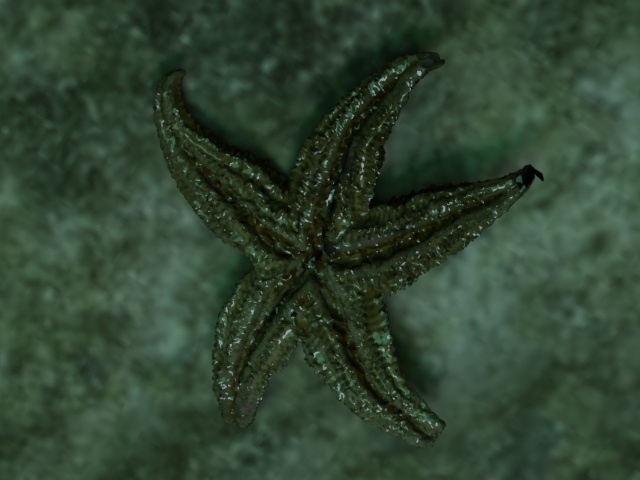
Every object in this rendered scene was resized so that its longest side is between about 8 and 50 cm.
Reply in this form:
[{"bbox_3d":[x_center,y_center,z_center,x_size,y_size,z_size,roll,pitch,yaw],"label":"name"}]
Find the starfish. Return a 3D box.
[{"bbox_3d":[0.000,0.000,1.023,0.227,0.043,0.240,-43,91,15],"label":"starfish"}]
